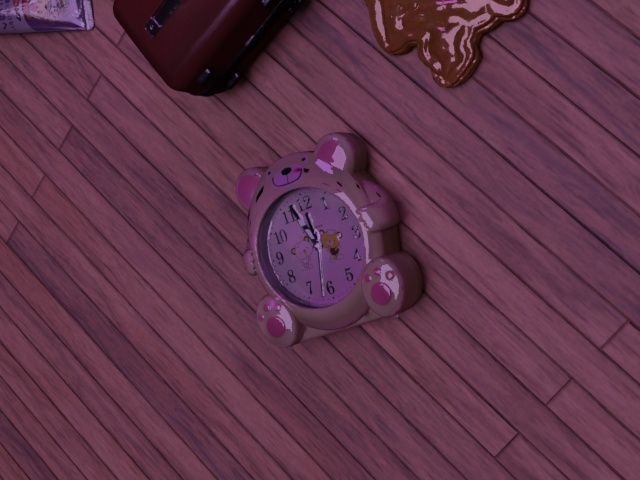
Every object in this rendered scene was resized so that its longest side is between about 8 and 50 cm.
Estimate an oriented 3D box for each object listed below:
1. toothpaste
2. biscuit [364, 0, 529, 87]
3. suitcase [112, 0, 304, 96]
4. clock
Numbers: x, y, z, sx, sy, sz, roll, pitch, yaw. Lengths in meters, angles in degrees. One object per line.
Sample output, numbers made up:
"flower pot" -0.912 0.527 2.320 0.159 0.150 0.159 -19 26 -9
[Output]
"toothpaste" -0.574 -0.447 1.743 0.299 0.073 0.114 -3 95 21
"biscuit" 0.171 -0.419 1.357 0.269 0.051 0.376 -8 93 30
"suitcase" -0.179 -0.407 1.480 0.297 0.161 0.236 -46 74 26
"clock" 0.000 0.000 1.467 0.284 0.114 0.309 -20 86 30
